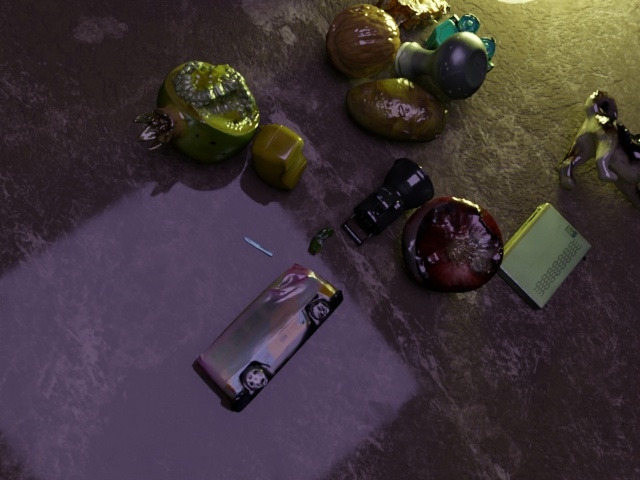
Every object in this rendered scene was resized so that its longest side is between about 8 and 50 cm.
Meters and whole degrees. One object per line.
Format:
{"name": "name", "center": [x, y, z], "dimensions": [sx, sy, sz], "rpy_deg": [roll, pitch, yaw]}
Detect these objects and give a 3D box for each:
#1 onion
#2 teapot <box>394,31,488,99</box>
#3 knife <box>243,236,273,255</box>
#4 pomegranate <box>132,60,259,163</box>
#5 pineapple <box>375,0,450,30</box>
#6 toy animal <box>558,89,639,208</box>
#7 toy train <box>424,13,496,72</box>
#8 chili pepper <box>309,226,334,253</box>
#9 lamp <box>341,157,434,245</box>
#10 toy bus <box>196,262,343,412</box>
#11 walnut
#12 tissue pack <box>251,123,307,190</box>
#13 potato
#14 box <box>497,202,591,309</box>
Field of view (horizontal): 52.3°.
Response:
{"name": "onion", "center": [0.356, 0.014, 1.771], "dimensions": [0.272, 0.195, 0.272], "rpy_deg": [1, 94, 15]}
{"name": "teapot", "center": [0.336, -0.498, 1.835], "dimensions": [0.183, 0.250, 0.184], "rpy_deg": [-20, 120, -39]}
{"name": "knife", "center": [-0.164, 0.015, 1.716], "dimensions": [0.091, 0.005, 0.014], "rpy_deg": [31, 72, -4]}
{"name": "pomegranate", "center": [-0.308, -0.312, 1.625], "dimensions": [0.340, 0.260, 0.260], "rpy_deg": [-28, 84, -37]}
{"name": "pineapple", "center": [0.272, -0.725, 1.967], "dimensions": [0.236, 0.114, 0.186], "rpy_deg": [-1, 76, -24]}
{"name": "toy animal", "center": [0.924, -0.281, 1.964], "dimensions": [0.344, 0.194, 0.303], "rpy_deg": [14, 79, -16]}
{"name": "toy train", "center": [0.419, -0.570, 1.952], "dimensions": [0.163, 0.112, 0.203], "rpy_deg": [-33, 84, -13]}
{"name": "chili pepper", "center": [-0.001, -0.001, 1.752], "dimensions": [0.091, 0.034, 0.030], "rpy_deg": [-51, 125, -20]}
{"name": "lamp", "center": [0.180, -0.101, 1.746], "dimensions": [0.227, 0.172, 0.147], "rpy_deg": [-41, 90, -21]}
{"name": "toy bus", "center": [-0.123, 0.221, 1.591], "dimensions": [0.162, 0.171, 0.386], "rpy_deg": [44, 70, 3]}
{"name": "walnut", "center": [0.113, -0.559, 1.829], "dimensions": [0.213, 0.213, 0.213], "rpy_deg": [3, 76, -13]}
{"name": "tissue pack", "center": [-0.113, -0.218, 1.697], "dimensions": [0.127, 0.178, 0.123], "rpy_deg": [25, 72, 14]}
{"name": "potato", "center": [0.216, -0.371, 1.835], "dimensions": [0.298, 0.141, 0.176], "rpy_deg": [15, 63, -10]}
{"name": "box", "center": [0.643, 0.047, 1.888], "dimensions": [0.211, 0.045, 0.270], "rpy_deg": [44, 70, 0]}
